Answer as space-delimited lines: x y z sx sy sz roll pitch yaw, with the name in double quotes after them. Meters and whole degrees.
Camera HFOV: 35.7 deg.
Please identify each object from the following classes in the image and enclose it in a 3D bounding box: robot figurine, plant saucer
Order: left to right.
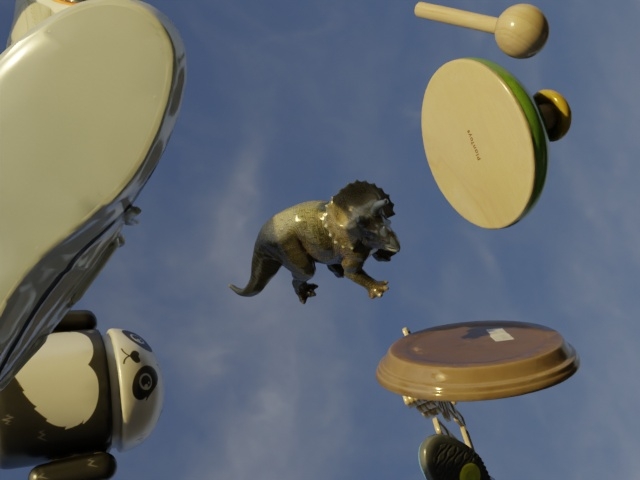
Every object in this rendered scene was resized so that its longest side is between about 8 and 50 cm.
-0.344 0.203 1.301 0.278 0.173 0.209 -4 -84 -20 "robot figurine"
0.211 0.156 1.352 0.278 0.278 0.041 -13 -80 -38 "plant saucer"

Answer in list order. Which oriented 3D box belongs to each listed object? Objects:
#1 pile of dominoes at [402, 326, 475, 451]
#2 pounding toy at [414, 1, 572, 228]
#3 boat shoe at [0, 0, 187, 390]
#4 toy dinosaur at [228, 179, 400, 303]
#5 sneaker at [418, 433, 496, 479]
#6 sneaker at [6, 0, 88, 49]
0.191 0.276 1.663 0.251 0.040 0.196 50 -161 -51 "pile of dominoes"
0.200 -0.138 1.045 0.110 0.183 0.237 -19 -66 -26 "pounding toy"
-0.202 -0.012 0.746 0.367 0.136 0.156 -58 -7 12 "boat shoe"
0.000 0.000 1.295 0.160 0.313 0.121 56 -135 -31 "toy dinosaur"
0.169 0.293 1.157 0.209 0.082 0.069 43 -112 -26 "sneaker"
-0.224 -0.169 0.945 0.099 0.262 0.121 9 -63 -40 "sneaker"
